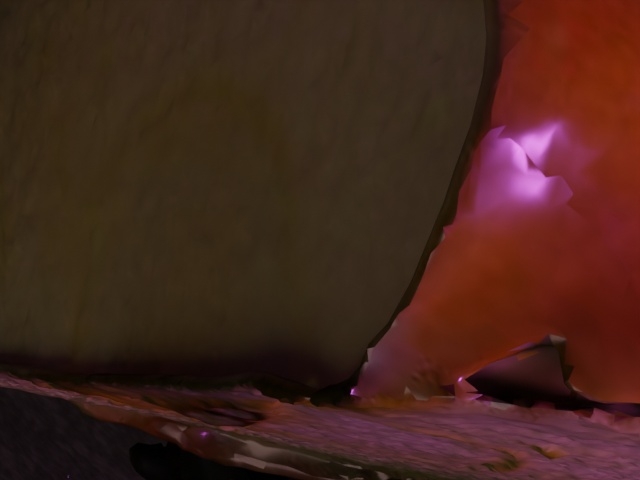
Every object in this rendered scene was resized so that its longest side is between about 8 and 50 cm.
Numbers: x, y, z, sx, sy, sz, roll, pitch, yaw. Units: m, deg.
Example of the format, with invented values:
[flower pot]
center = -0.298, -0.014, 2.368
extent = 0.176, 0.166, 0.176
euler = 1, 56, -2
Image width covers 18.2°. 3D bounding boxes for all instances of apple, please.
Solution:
[apple]
center = 0.000, 0.000, 0.576
extent = 0.346, 0.179, 0.254
euler = -6, 112, 54

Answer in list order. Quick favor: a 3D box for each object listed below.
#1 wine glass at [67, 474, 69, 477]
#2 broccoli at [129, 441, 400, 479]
[wine glass]
center = -0.228, 0.006, 0.947
extent = 0.264, 0.096, 0.309
euler = -44, -59, -81
[broccoli]
center = -0.051, 0.162, 0.798
extent = 0.243, 0.263, 0.247
euler = 0, 113, 16
